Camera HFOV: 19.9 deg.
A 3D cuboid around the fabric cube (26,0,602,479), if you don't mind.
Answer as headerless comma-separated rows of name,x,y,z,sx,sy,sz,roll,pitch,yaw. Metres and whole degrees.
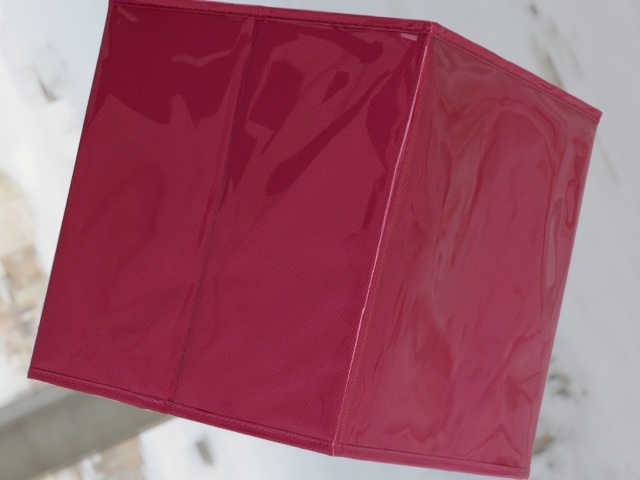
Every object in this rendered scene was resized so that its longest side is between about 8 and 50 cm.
fabric cube,0.000,0.000,1.196,0.254,0.259,0.258,15,-94,-56
